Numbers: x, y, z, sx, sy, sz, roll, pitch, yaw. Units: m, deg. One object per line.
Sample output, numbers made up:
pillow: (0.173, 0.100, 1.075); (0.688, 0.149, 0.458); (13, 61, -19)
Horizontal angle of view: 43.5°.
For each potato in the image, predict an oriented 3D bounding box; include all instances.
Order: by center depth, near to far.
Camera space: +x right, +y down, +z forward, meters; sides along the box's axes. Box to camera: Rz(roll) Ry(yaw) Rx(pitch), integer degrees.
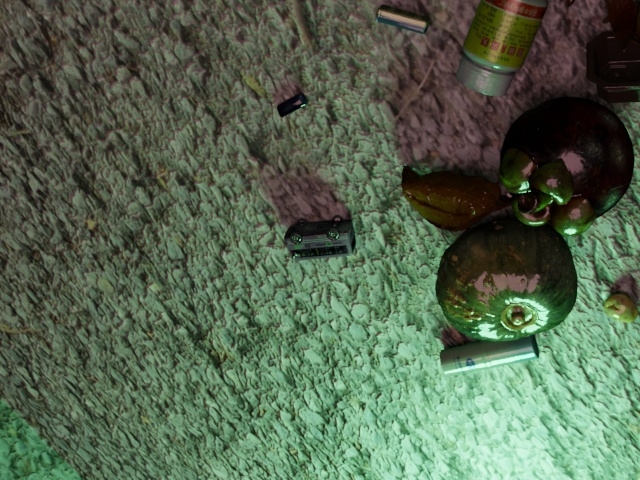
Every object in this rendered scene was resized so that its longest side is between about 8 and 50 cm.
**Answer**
potato: (0.748, 0.169, 1.989); (0.083, 0.062, 0.068); (24, 137, -20)

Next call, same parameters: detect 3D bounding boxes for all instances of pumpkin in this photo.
pumpkin: (0.438, 0.091, 1.921); (0.328, 0.257, 0.291); (-5, 129, 6)

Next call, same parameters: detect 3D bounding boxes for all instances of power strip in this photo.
power strip: (0.185, -0.505, 1.825); (0.123, 0.056, 0.032); (18, 117, 8)

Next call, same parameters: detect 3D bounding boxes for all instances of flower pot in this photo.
flower pot: (0.694, -0.359, 1.701); (0.251, 0.178, 0.084); (0, 144, 16)

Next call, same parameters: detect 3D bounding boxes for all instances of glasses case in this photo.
glasses case: (-0.073, -0.337, 2.000); (0.083, 0.023, 0.033); (-23, 108, 24)

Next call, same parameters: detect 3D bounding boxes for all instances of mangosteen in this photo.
mangosteen: (0.532, -0.168, 1.755); (0.301, 0.300, 0.300); (6, 116, 13)

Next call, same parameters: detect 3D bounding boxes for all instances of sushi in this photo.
sushi: (0.314, -0.095, 1.925); (0.287, 0.140, 0.149); (12, 130, 37)

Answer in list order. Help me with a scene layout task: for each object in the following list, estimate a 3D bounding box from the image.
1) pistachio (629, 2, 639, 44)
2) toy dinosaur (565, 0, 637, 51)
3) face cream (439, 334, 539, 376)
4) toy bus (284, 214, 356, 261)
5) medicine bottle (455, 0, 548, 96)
pistachio: (0.720, -0.459, 1.636); (0.210, 0.165, 0.130); (-15, 129, 33)
toy dinosaur: (0.538, -0.556, 1.626); (0.207, 0.113, 0.327); (21, 139, 52)
face cream: (0.446, 0.301, 2.125); (0.250, 0.077, 0.077); (-17, 109, 23)
toy bus: (0.000, 0.000, 2.105); (0.179, 0.086, 0.098); (-5, 120, 16)
medicine bottle: (0.391, -0.442, 1.749); (0.139, 0.139, 0.225); (22, 119, 5)
